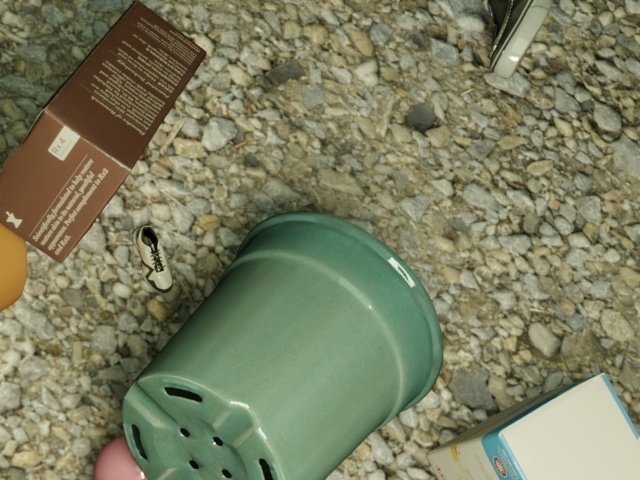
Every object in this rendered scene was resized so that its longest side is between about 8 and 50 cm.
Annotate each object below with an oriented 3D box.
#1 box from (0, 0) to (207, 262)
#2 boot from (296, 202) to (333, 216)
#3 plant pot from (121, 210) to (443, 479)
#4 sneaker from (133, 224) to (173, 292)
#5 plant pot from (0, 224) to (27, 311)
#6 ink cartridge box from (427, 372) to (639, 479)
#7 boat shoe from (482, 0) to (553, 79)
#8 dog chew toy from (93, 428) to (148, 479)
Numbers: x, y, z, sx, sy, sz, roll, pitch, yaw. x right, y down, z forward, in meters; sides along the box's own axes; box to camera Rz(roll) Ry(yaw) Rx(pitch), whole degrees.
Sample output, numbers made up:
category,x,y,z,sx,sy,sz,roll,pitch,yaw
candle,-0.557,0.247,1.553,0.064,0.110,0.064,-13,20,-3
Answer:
category,x,y,z,sx,sy,sz,roll,pitch,yaw
box,-0.300,-0.161,1.627,0.143,0.191,0.381,37,32,-10
boot,0.000,0.000,1.856,0.118,0.042,0.087,49,60,-6
plant pot,-0.064,0.186,1.565,0.341,0.341,0.334,47,45,0
sneaker,-0.250,0.027,1.771,0.040,0.044,0.109,-22,84,-23
plant pot,-0.525,0.014,1.582,0.204,0.291,0.290,-16,79,-36
ink cartridge box,0.322,0.340,1.729,0.197,0.270,0.198,-25,83,-23
boat shoe,0.333,-0.418,2.042,0.119,0.121,0.335,24,58,-1
dog chew toy,-0.231,0.411,1.593,0.207,0.206,0.331,-2,67,-17
